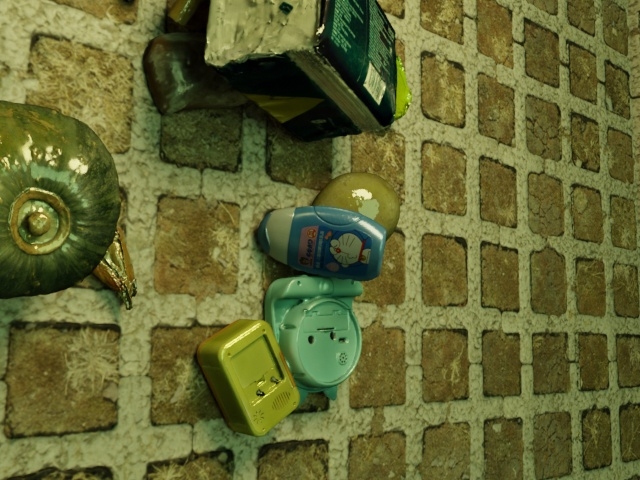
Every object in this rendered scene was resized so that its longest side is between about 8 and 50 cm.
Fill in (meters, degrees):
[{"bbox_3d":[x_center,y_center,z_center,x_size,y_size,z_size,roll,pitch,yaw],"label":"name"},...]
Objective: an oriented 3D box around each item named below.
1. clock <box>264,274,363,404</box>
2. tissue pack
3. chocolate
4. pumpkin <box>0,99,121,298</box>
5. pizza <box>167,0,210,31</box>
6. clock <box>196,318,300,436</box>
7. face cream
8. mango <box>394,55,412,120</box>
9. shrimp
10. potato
[{"bbox_3d":[-0.004,0.210,1.458,0.223,0.094,0.274,0,84,-39],"label":"clock"},{"bbox_3d":[-0.019,-0.381,1.323,0.416,0.253,0.264,25,64,-66],"label":"tissue pack"},{"bbox_3d":[-0.216,-0.341,1.353,0.254,0.080,0.157,-17,96,-40],"label":"chocolate"},{"bbox_3d":[-0.468,-0.063,0.990,0.328,0.257,0.291,13,89,-46],"label":"pumpkin"},{"bbox_3d":[-0.197,-0.486,1.365,0.271,0.056,0.134,-38,152,-42],"label":"pizza"},{"bbox_3d":[-0.139,0.265,1.336,0.143,0.096,0.202,-33,107,-40],"label":"clock"},{"bbox_3d":[0.000,0.000,1.409,0.083,0.264,0.149,-57,155,-73],"label":"face cream"},{"bbox_3d":[0.157,-0.370,1.661,0.119,0.100,0.178,11,73,-32],"label":"mango"},{"bbox_3d":[-0.372,0.038,1.205,0.091,0.043,0.184,-32,99,-31],"label":"shrimp"},{"bbox_3d":[0.073,-0.055,1.520,0.178,0.160,0.235,41,70,13],"label":"potato"}]
